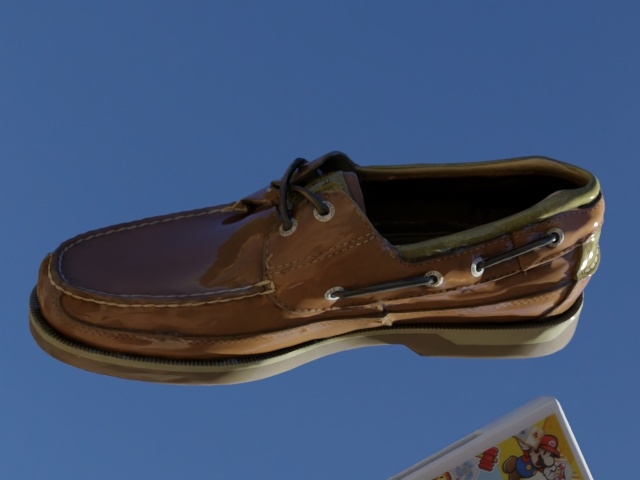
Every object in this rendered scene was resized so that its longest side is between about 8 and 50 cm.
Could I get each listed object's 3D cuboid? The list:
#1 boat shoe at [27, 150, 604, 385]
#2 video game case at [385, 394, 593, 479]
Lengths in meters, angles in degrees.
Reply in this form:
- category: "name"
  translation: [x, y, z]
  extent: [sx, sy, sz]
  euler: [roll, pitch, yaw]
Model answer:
- category: "boat shoe"
  translation: [0.000, 0.000, 0.773]
  extent: [0.110, 0.307, 0.104]
  euler: [-113, -156, -47]
- category: "video game case"
  translation: [0.106, 0.245, 0.939]
  extent: [0.227, 0.206, 0.026]
  euler: [65, -13, -8]
